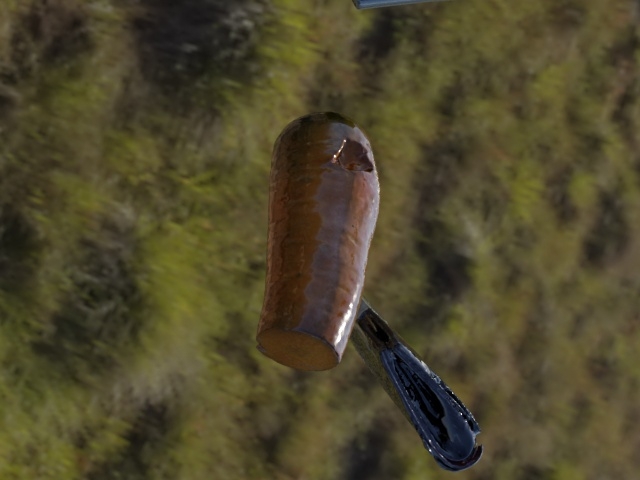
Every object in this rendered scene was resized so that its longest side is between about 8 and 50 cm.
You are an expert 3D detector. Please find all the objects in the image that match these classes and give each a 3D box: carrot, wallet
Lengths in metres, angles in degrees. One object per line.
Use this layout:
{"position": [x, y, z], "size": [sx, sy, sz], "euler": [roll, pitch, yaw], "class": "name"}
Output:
{"position": [0.000, 0.000, 1.107], "size": [0.087, 0.087, 0.193], "euler": [52, 36, -54], "class": "carrot"}
{"position": [0.091, 0.145, 1.904], "size": [0.071, 0.221, 0.262], "euler": [-36, 131, 0], "class": "wallet"}

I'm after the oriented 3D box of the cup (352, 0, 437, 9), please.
{"position": [0.082, -0.248, 1.202], "size": [0.095, 0.129, 0.128], "euler": [-105, -173, -71], "class": "cup"}
